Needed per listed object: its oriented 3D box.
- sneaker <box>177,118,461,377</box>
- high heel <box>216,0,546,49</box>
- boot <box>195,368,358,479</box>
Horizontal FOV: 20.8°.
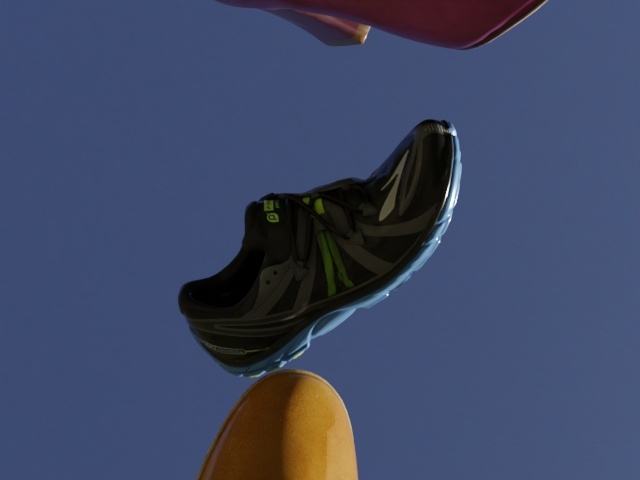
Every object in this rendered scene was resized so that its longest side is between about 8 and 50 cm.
[{"bbox_3d":[0.000,0.000,0.946,0.188,0.067,0.078,-38,-62,16],"label":"sneaker"},{"bbox_3d":[0.016,-0.196,1.023,0.181,0.377,0.127,28,-109,-24],"label":"high heel"},{"bbox_3d":[0.001,0.194,0.843,0.104,0.211,0.295,18,-108,-19],"label":"boot"}]
